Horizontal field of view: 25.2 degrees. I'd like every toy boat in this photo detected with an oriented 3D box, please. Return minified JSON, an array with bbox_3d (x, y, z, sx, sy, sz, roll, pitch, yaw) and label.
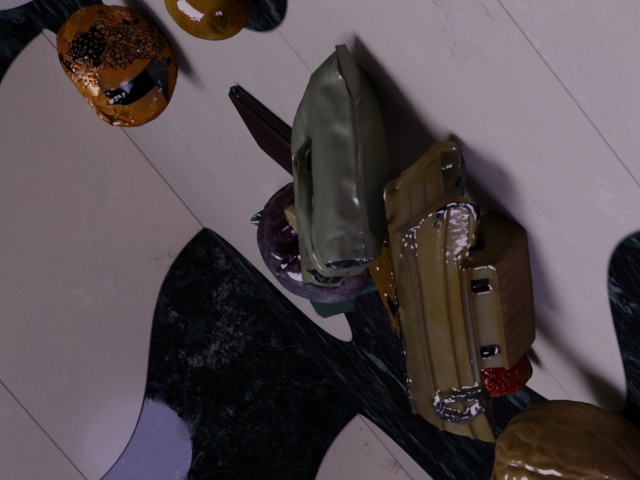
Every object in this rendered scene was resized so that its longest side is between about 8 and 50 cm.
[{"bbox_3d":[0.168,0.074,1.670,0.136,0.162,0.446,-94,-4,-46],"label":"toy boat"}]

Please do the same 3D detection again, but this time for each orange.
[{"bbox_3d":[-0.353,-0.308,2.480,0.234,0.182,0.234,39,177,3],"label":"orange"}]

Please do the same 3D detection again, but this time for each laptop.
[{"bbox_3d":[-0.060,-0.149,2.253,0.207,0.026,0.154,43,170,39],"label":"laptop"}]

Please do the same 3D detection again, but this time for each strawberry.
[{"bbox_3d":[0.239,0.163,1.945,0.106,0.106,0.106,47,170,11],"label":"strawberry"}]

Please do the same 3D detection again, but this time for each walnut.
[{"bbox_3d":[0.309,0.289,1.756,0.213,0.213,0.213,47,170,11],"label":"walnut"}]

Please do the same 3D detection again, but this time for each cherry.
[{"bbox_3d":[0.000,0.002,2.108,0.195,0.195,0.195,47,170,11],"label":"cherry"}]

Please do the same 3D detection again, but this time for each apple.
[{"bbox_3d":[-0.144,-0.307,1.810,0.114,0.099,0.102,50,168,16],"label":"apple"}]

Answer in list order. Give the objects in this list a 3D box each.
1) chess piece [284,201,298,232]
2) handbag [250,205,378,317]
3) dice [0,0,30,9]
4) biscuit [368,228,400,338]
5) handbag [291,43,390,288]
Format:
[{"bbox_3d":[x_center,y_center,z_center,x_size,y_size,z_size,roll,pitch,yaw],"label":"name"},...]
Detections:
[{"bbox_3d":[0.014,-0.054,1.991,0.066,0.122,0.066,47,168,14],"label":"chess piece"},{"bbox_3d":[-0.010,0.020,2.486,0.238,0.089,0.326,51,170,-2],"label":"handbag"},{"bbox_3d":[-0.433,-0.486,1.967,0.243,0.251,0.259,53,170,-29],"label":"dice"},{"bbox_3d":[0.128,0.050,1.906,0.296,0.075,0.296,159,90,-80],"label":"biscuit"},{"bbox_3d":[0.021,-0.076,1.720,0.316,0.109,0.253,135,135,-79],"label":"handbag"}]
